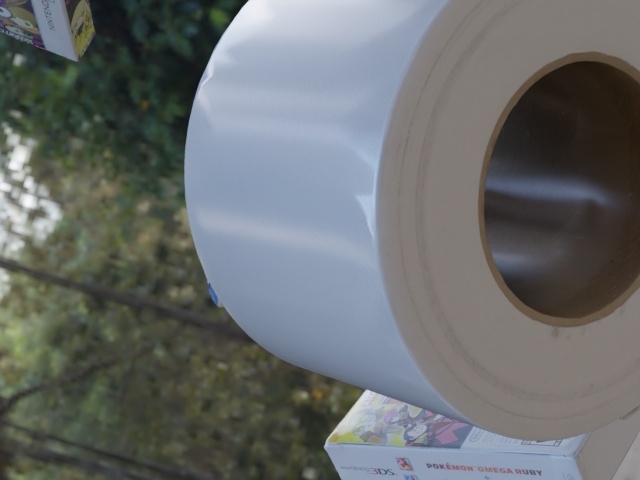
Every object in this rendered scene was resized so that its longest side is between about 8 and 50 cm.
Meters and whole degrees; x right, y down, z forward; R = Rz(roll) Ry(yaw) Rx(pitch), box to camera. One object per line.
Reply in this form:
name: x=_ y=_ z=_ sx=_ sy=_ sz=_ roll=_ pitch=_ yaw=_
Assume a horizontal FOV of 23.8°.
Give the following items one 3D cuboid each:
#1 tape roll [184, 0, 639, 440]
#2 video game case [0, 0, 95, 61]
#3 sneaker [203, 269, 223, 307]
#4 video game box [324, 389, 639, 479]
tape roll: x=0.076 y=-0.034 z=0.777 sx=0.169 sy=0.246 sz=0.246 roll=11 pitch=83 yaw=54
video game case: x=-0.311 y=-0.253 z=1.276 sx=0.210 sy=0.232 sz=0.042 roll=97 pitch=-164 yaw=-67
sneaker: x=0.000 y=0.000 z=0.880 sx=0.211 sy=0.080 sz=0.081 roll=-3 pitch=86 yaw=56
video game box: x=0.130 y=0.088 z=0.988 sx=0.205 sy=0.187 sz=0.048 roll=-47 pitch=-55 yaw=-41
